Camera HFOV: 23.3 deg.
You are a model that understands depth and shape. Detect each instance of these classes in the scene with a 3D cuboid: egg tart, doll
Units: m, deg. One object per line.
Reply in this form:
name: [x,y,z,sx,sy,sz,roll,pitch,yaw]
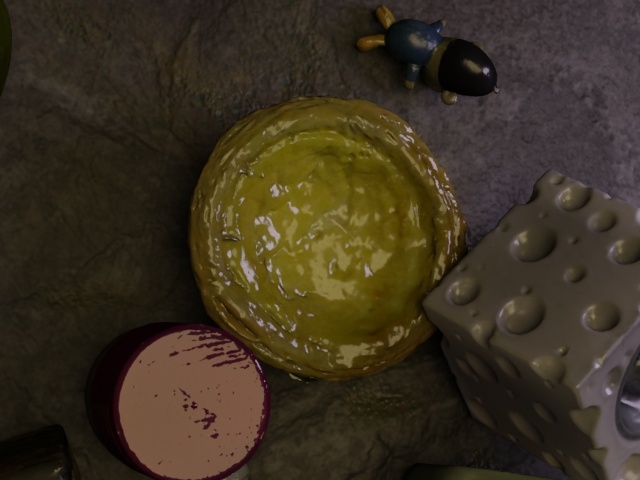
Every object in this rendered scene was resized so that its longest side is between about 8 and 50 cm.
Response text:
egg tart: [0.000,0.000,1.808,0.345,0.132,0.345,1,88,-20]
doll: [0.138,-0.223,1.894,0.179,0.089,0.102,28,78,8]

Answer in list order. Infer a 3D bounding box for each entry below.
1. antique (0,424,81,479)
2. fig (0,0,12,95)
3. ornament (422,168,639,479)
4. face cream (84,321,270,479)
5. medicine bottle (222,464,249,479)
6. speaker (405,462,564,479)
antique: [-0.303,0.280,1.616,0.150,0.284,0.125,-17,93,-17]
fig: [-0.414,-0.196,1.651,0.181,0.181,0.191,-26,120,-18]
ornament: [0.305,0.110,1.802,0.239,0.240,0.240,-45,137,-19]
face cream: [-0.162,0.177,1.715,0.175,0.195,0.175,1,86,-19]
medicine bottle: [-0.099,0.342,1.779,0.103,0.103,0.186,-22,96,-18]
speaker: [0.288,0.384,1.874,0.406,0.183,0.184,11,79,-19]
